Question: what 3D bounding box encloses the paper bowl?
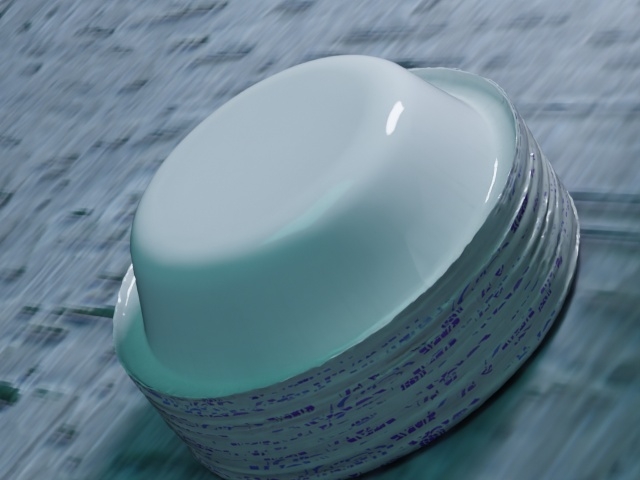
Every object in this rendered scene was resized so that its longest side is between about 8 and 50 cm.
[{"bbox_3d":[0.000,0.000,1.137,0.284,0.148,0.284,-25,33,17],"label":"paper bowl"}]
